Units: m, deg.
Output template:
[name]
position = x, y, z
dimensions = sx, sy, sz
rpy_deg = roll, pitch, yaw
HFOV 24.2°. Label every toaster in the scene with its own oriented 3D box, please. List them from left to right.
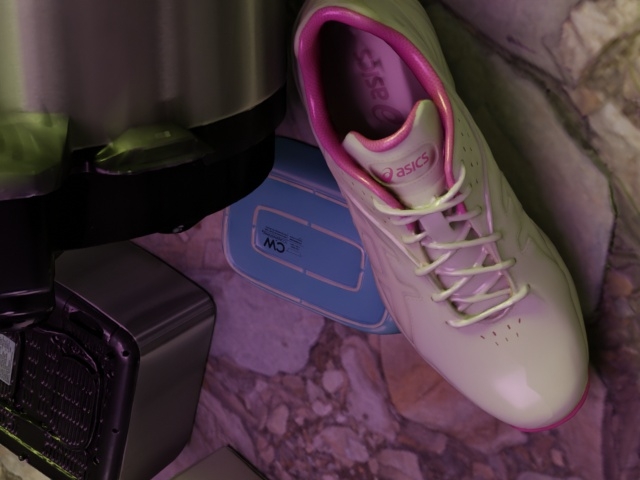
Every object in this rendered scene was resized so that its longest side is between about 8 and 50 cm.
[toaster]
position = -0.184, 0.083, 1.138
dimensions = 0.168, 0.110, 0.185
rpy_deg = 28, 123, 24

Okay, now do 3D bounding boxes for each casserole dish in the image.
[casserole dish]
position = 0.000, 0.000, 1.019
dimensions = 0.188, 0.037, 0.114
rpy_deg = 23, 120, 28

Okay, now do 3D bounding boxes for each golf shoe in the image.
[golf shoe]
position = 0.063, -0.015, 0.887
dimensions = 0.115, 0.140, 0.306
rpy_deg = -30, 90, 10

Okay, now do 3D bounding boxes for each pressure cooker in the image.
[pressure cooker]
position = -0.197, -0.159, 0.879
dimensions = 0.375, 0.370, 0.420
rpy_deg = 13, 115, 33

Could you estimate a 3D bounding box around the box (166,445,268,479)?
[box]
position = -0.110, 0.298, 1.145
dimensions = 0.127, 0.148, 0.232
rpy_deg = 39, 125, 19
